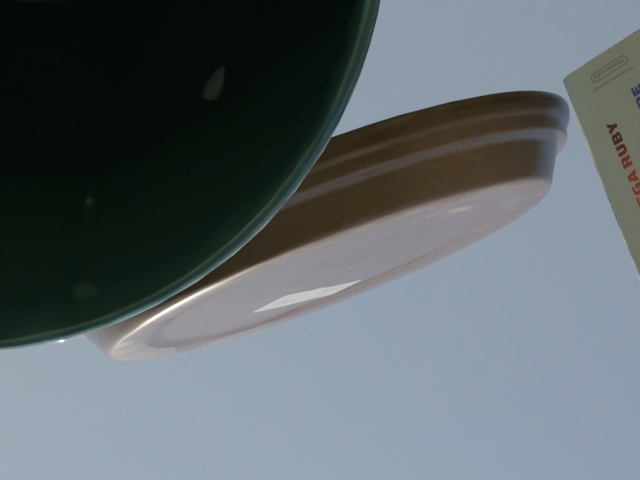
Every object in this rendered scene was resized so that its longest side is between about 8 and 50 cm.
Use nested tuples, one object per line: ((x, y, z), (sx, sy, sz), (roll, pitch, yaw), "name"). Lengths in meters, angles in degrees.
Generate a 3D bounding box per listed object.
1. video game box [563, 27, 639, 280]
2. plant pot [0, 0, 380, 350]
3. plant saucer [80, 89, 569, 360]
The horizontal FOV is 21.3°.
((0.190, 0.026, 0.656), (0.048, 0.205, 0.187), (-34, -118, 30), "video game box")
((-0.123, -0.143, 0.620), (0.293, 0.293, 0.235), (-28, -159, 13), "plant pot")
((0.000, 0.000, 0.850), (0.278, 0.041, 0.278), (-21, 172, -3), "plant saucer")
